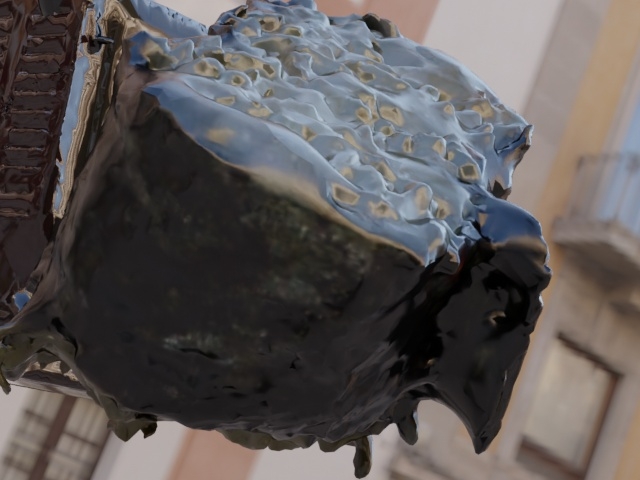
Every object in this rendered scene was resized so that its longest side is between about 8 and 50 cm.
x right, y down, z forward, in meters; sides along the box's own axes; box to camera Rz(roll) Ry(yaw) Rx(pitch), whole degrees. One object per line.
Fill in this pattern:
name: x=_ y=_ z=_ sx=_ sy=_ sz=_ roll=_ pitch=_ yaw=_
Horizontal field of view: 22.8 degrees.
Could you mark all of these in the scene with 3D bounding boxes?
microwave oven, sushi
microwave oven: x=-0.099 y=-0.010 z=0.757 sx=0.188 sy=0.178 sz=0.247 roll=7 pitch=-9 yaw=42
sushi: x=0.000 y=0.000 z=0.516 sx=0.147 sy=0.115 sz=0.212 roll=23 pitch=20 yaw=3
